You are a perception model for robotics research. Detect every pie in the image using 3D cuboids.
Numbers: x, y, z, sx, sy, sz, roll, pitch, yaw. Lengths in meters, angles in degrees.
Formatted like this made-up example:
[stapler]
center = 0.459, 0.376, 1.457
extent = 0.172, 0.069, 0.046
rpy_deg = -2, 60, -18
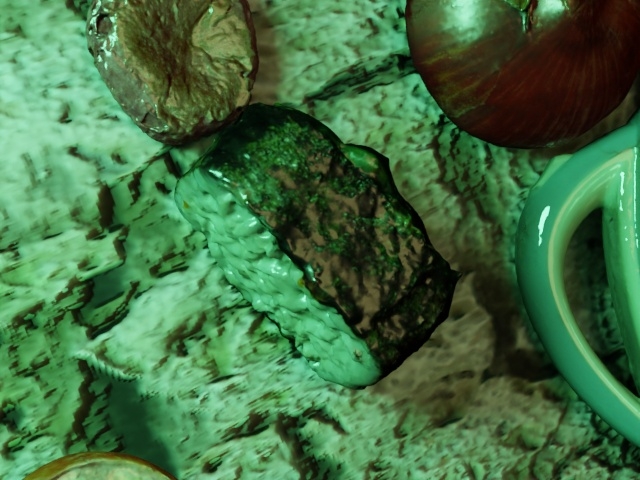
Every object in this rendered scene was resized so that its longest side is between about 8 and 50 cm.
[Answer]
[pie]
center = -0.109, -0.152, 0.905
extent = 0.153, 0.038, 0.154
rpy_deg = 4, 82, -29

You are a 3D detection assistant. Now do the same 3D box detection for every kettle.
[kettle]
center = 0.344, 0.032, 1.034
extent = 0.319, 0.247, 0.342
rpy_deg = -23, 85, -4

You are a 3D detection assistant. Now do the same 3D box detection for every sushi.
[sushi]
center = 0.000, 0.000, 0.892
extent = 0.225, 0.124, 0.127
rpy_deg = 48, 63, -7

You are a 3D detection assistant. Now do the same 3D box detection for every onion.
[onion]
center = 0.192, -0.199, 1.021
extent = 0.248, 0.161, 0.248
rpy_deg = -10, 107, -38

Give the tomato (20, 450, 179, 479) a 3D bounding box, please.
[tomato]
center = -0.161, 0.255, 0.780
extent = 0.236, 0.095, 0.237
rpy_deg = 3, 84, -30
